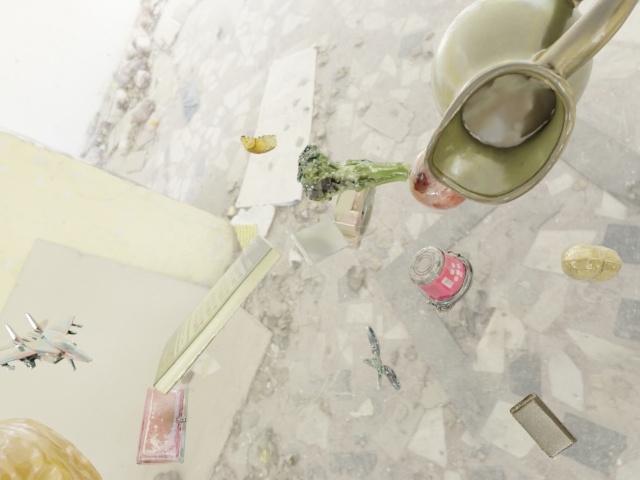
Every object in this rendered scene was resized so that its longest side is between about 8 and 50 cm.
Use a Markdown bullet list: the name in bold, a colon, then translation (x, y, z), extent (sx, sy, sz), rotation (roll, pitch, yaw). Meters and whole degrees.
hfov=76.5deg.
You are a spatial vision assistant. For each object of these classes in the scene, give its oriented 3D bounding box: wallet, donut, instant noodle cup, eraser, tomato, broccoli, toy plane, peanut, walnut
- **wallet**: translation (0.726, 0.605, 1.328), extent (0.110, 0.031, 0.198), rotation (-43, 87, 9)
- **donut**: translation (-0.145, -0.228, 0.955), extent (0.067, 0.083, 0.038), rotation (-22, 80, 20)
- **instant noodle cup**: translation (0.506, 0.140, 1.771), extent (0.258, 0.181, 0.303), rotation (-31, 39, 39)
- **eraser**: translation (0.000, 0.000, 1.137), extent (0.104, 0.150, 0.023), rotation (55, 139, 11)
- **tomato**: translation (0.471, -0.256, 1.625), extent (0.270, 0.227, 0.271), rotation (5, 96, 58)
- **broccoli**: translation (0.088, -0.176, 1.053), extent (0.165, 0.303, 0.146), rotation (-150, 59, -78)
- **wallet**: translation (-0.435, 0.507, 1.132), extent (0.232, 0.119, 0.025), rotation (-113, 35, -56)
- **toy plane**: translation (-0.687, 0.277, 1.044), extent (0.326, 0.223, 0.105), rotation (13, 121, 24)
- **peanut**: translation (0.759, 0.066, 1.137), extent (0.125, 0.274, 0.111), rotation (0, 86, 48)
- **walnut**: translation (-0.373, 0.329, 0.487), extent (0.193, 0.226, 0.193), rotation (-42, 11, 10)

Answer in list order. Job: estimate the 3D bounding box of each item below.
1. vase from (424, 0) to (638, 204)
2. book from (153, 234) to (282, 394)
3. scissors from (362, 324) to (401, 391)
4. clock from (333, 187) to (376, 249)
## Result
- **vase**: translation (0.305, -0.256, 0.597), extent (0.329, 0.240, 0.302), rotation (-48, 14, 50)
- **book**: translation (-0.172, 0.104, 0.683), extent (0.264, 0.027, 0.202), rotation (-50, 16, -5)
- **scissors**: translation (0.197, 0.420, 1.364), extent (0.029, 0.383, 0.256), rotation (-29, 79, 9)
- **clock**: translation (0.141, -0.120, 1.590), extent (0.114, 0.309, 0.284), rotation (13, 68, 16)
